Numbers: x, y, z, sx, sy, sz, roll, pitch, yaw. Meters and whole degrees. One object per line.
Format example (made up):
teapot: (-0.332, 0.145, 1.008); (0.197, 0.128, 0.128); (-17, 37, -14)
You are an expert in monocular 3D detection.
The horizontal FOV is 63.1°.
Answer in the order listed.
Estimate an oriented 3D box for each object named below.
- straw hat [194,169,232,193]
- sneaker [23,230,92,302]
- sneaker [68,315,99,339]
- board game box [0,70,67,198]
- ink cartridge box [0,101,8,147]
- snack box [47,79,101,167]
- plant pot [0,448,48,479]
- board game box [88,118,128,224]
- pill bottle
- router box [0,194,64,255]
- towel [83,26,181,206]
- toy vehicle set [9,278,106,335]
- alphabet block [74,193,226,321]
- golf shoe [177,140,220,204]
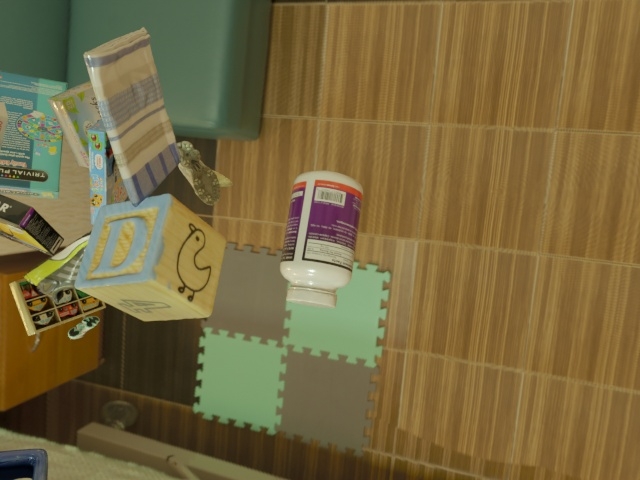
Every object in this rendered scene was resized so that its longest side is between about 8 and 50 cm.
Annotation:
straw hat: (-0.323, -0.152, 1.462); (0.144, 0.144, 0.061); (9, 77, 17)
sneaker: (-0.654, 0.059, 1.439); (0.300, 0.111, 0.121); (-31, 105, 6)
sneaker: (-0.734, 0.273, 1.616); (0.038, 0.098, 0.069); (54, 149, 8)
board game box: (-0.861, -0.298, 1.459); (0.079, 0.253, 0.336); (-21, 67, 60)
ink cartridge box: (-0.644, -0.212, 0.943); (0.088, 0.122, 0.052); (-54, 54, 30)
snack box: (-0.519, -0.298, 1.264); (0.070, 0.207, 0.175); (15, 133, 33)
plant pot: (-0.488, 0.445, 0.685); (0.235, 0.236, 0.212); (0, 125, -22)
board game box: (-0.449, -0.161, 1.118); (0.039, 0.160, 0.212); (10, 121, -7)
pill bottle: (0.000, 0.000, 1.307); (0.181, 0.181, 0.323); (5, 78, 18)
router box: (-0.596, -0.043, 0.981); (0.178, 0.133, 0.046); (19, 65, 9)
towel: (-0.341, -0.234, 0.980); (0.034, 0.209, 0.285); (0, 121, 11)
toy vehicle set: (-0.821, 0.177, 1.647); (0.035, 0.267, 0.166); (-20, 92, 27)
alphabet block: (-0.337, 0.043, 1.063); (0.193, 0.197, 0.192); (-5, 62, 25)
golf shoe: (-0.317, -0.172, 1.331); (0.069, 0.086, 0.176); (-35, 113, -21)
